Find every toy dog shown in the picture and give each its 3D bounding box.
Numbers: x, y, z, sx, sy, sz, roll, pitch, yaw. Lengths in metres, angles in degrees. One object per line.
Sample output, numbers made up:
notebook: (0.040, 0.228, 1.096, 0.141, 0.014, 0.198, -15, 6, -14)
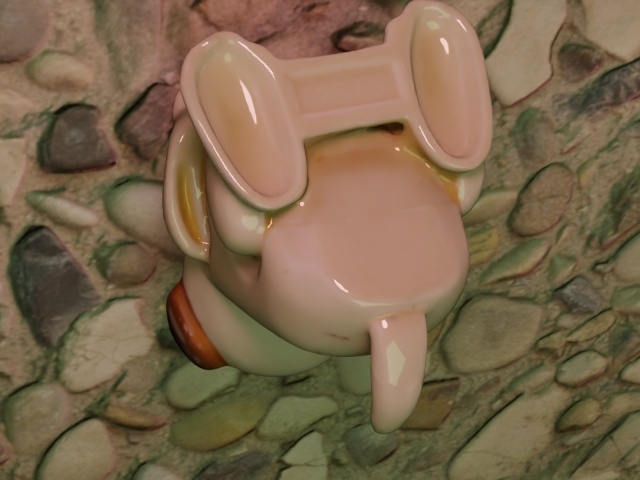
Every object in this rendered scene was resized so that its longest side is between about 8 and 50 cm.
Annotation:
toy dog: (0.000, 0.000, 1.707, 0.285, 0.395, 0.408, -22, 172, -23)
